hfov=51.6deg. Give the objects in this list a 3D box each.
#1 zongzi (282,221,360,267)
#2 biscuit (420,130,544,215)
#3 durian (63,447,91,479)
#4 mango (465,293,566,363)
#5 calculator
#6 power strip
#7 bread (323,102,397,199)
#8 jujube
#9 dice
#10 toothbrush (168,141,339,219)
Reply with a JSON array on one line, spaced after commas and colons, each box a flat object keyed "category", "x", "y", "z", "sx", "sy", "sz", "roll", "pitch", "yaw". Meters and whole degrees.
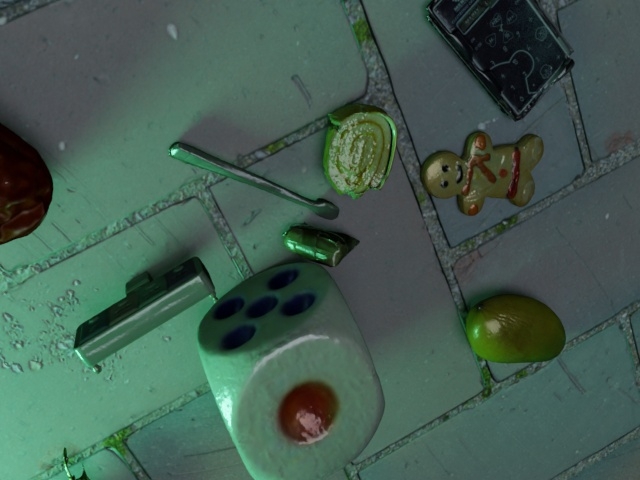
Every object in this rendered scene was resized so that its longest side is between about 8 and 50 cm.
[{"category": "zongzi", "x": 0.000, "y": 0.000, "z": 1.126, "sx": 0.109, "sy": 0.119, "sz": 0.055, "roll": 21, "pitch": 110, "yaw": 15}, {"category": "biscuit", "x": 0.289, "y": -0.118, "z": 1.182, "sx": 0.234, "sy": 0.030, "sz": 0.153, "roll": -1, "pitch": 107, "yaw": -18}, {"category": "durian", "x": -0.429, "y": 0.529, "z": 1.131, "sx": 0.106, "sy": 0.132, "sz": 0.375, "roll": -17, "pitch": 121, "yaw": -38}, {"category": "mango", "x": 0.384, "y": 0.170, "z": 1.281, "sx": 0.237, "sy": 0.091, "sz": 0.137, "roll": 3, "pitch": 113, "yaw": -25}, {"category": "calculator", "x": 0.307, "y": -0.344, "z": 1.108, "sx": 0.274, "sy": 0.028, "sz": 0.166, "roll": 41, "pitch": 93, "yaw": -25}, {"category": "power strip", "x": -0.267, "y": 0.099, "z": 1.012, "sx": 0.215, "sy": 0.145, "sz": 0.061, "roll": -30, "pitch": 114, "yaw": -5}, {"category": "bread", "x": 0.062, "y": -0.144, "z": 1.080, "sx": 0.117, "sy": 0.064, "sz": 0.156, "roll": 7, "pitch": 107, "yaw": -15}, {"category": "jujube", "x": -0.481, "y": -0.095, "z": 0.866, "sx": 0.250, "sy": 0.174, "sz": 0.174, "roll": 34, "pitch": 96, "yaw": -40}, {"category": "dice", "x": -0.051, "y": 0.207, "z": 1.064, "sx": 0.243, "sy": 0.251, "sz": 0.259, "roll": -26, "pitch": 114, "yaw": -6}, {"category": "toothbrush", "x": -0.101, "y": -0.095, "z": 1.064, "sx": 0.297, "sy": 0.030, "sz": 0.030, "roll": 20, "pitch": 110, "yaw": -22}]
